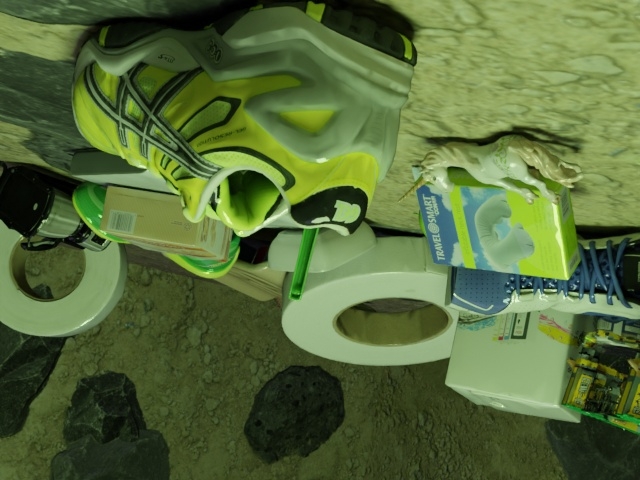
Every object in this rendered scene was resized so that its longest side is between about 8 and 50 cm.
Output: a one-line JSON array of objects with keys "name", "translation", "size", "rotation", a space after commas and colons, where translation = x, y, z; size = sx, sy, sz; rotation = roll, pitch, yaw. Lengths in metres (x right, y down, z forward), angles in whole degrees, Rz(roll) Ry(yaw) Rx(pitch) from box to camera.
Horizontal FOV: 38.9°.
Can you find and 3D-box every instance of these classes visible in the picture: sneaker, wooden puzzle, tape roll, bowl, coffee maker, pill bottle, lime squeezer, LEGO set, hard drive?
[{"name": "sneaker", "translation": [-0.267, -0.041, 1.524], "size": [0.295, 0.109, 0.123], "rotation": [23, 133, -17]}, {"name": "wooden puzzle", "translation": [-0.095, 0.063, 1.761], "size": [0.348, 0.080, 0.322], "rotation": [9, 165, 47]}, {"name": "tape roll", "translation": [-0.531, 0.050, 1.795], "size": [0.286, 0.286, 0.100], "rotation": [11, 173, -1]}, {"name": "tape roll", "translation": [0.124, 0.115, 1.576], "size": [0.392, 0.072, 0.392], "rotation": [0, 150, 0]}, {"name": "bowl", "translation": [0.000, 0.000, 1.389], "size": [0.142, 0.053, 0.142], "rotation": [3, -159, 45]}, {"name": "sneaker", "translation": [0.327, 0.034, 1.130], "size": [0.315, 0.127, 0.182], "rotation": [6, 170, -12]}, {"name": "coffee maker", "translation": [-0.457, -0.063, 1.559], "size": [0.171, 0.120, 0.178], "rotation": [57, -164, 25]}, {"name": "pill bottle", "translation": [0.446, 0.094, 1.331], "size": [0.067, 0.120, 0.067], "rotation": [11, 173, 1]}, {"name": "lime squeezer", "translation": [0.002, -0.075, 0.849], "size": [0.059, 0.110, 0.310], "rotation": [26, 143, 7]}, {"name": "LEGO set", "translation": [0.443, 0.147, 1.075], "size": [0.255, 0.192, 0.331], "rotation": [20, 173, 10]}, {"name": "hard drive", "translation": [-0.177, -0.071, 1.313], "size": [0.307, 0.040, 0.203], "rotation": [18, 169, -43]}, {"name": "sneaker", "translation": [-0.096, -0.084, 0.708], "size": [0.145, 0.147, 0.384], "rotation": [15, 173, -38]}]

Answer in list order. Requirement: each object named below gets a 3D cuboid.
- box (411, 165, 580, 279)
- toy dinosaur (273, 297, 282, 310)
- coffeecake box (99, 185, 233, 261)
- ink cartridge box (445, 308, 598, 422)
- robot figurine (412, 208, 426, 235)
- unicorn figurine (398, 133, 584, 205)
[{"name": "box", "translation": [0.176, -0.022, 0.953], "size": [0.178, 0.042, 0.109], "rotation": [6, 127, 35]}, {"name": "toy dinosaur", "translation": [-0.017, 0.142, 2.048], "size": [0.295, 0.200, 0.127], "rotation": [12, 172, -7]}, {"name": "coffeecake box", "translation": [-0.220, -0.021, 1.335], "size": [0.142, 0.068, 0.185], "rotation": [9, 173, 10]}, {"name": "ink cartridge box", "translation": [0.307, 0.133, 1.341], "size": [0.168, 0.233, 0.171], "rotation": [7, 165, 28]}, {"name": "robot figurine", "translation": [0.162, -0.027, 1.052], "size": [0.101, 0.067, 0.115], "rotation": [17, 170, -36]}, {"name": "unicorn figurine", "translation": [0.163, -0.066, 0.839], "size": [0.111, 0.060, 0.162], "rotation": [23, 155, -17]}]
